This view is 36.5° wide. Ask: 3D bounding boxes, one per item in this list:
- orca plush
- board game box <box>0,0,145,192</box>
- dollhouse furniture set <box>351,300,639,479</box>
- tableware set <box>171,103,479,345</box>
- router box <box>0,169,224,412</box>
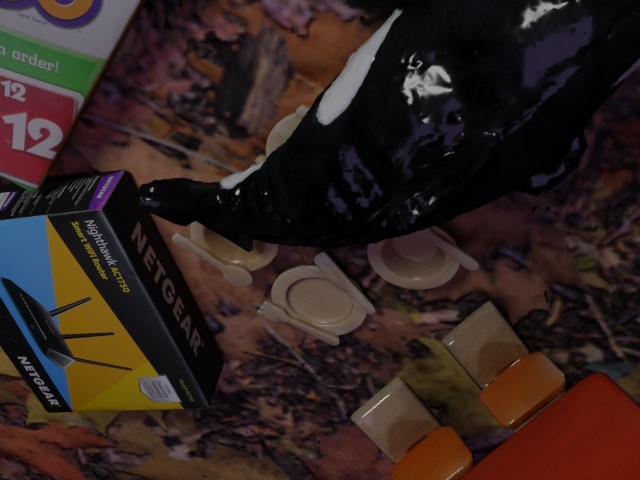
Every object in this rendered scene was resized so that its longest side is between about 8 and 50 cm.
[{"bbox_3d":[0.029,-0.049,0.457,0.287,0.102,0.151,-15,120,24],"label":"orca plush"},{"bbox_3d":[-0.151,-0.138,0.487,0.124,0.039,0.259,30,130,-14],"label":"board game box"},{"bbox_3d":[0.147,0.099,0.495,0.259,0.262,0.135,-40,116,2],"label":"dollhouse furniture set"},{"bbox_3d":[0.000,0.000,0.581,0.141,0.020,0.169,37,130,-20],"label":"tableware set"},{"bbox_3d":[-0.158,0.040,0.642,0.133,0.046,0.179,-6,130,19],"label":"router box"}]
